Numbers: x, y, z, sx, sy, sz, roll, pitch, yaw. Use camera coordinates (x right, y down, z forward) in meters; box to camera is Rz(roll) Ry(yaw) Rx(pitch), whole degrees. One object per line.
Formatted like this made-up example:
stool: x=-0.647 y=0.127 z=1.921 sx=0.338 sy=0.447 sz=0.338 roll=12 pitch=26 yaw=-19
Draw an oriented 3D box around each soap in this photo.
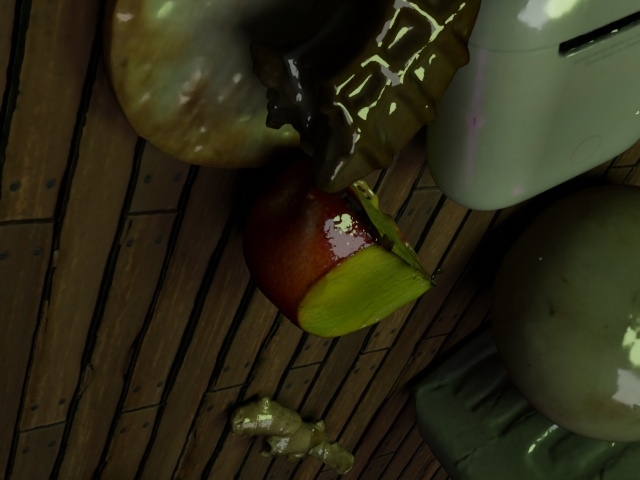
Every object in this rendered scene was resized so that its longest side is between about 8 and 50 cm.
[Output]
soap: x=0.385 y=0.338 z=1.390 sx=0.350 sy=0.435 sz=0.213 roll=-33 pitch=145 yaw=-2

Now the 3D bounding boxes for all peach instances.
peach: x=-0.004 y=0.005 z=0.891 sx=0.154 sy=0.159 sz=0.267 roll=-41 pitch=157 yaw=9

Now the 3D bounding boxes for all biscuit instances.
biscuit: x=0.004 y=-0.217 z=0.632 sx=0.268 sy=0.115 sz=0.366 roll=-48 pitch=137 yaw=-1
biscuit: x=-0.055 y=-0.151 z=0.769 sx=0.308 sy=0.040 sz=0.205 roll=-4 pitch=135 yaw=-37

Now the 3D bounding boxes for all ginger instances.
ginger: x=-0.038 y=0.296 z=1.296 sx=0.089 sy=0.075 sz=0.288 roll=-58 pitch=141 yaw=-7

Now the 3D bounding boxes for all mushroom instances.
mushroom: x=0.415 y=0.104 z=1.254 sx=0.362 sy=0.362 sz=0.294 roll=-28 pitch=-178 yaw=-10

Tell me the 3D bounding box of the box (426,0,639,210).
box: x=0.243 y=-0.193 z=0.885 sx=0.288 sy=0.141 sz=0.349 roll=-23 pitch=144 yaw=-15
